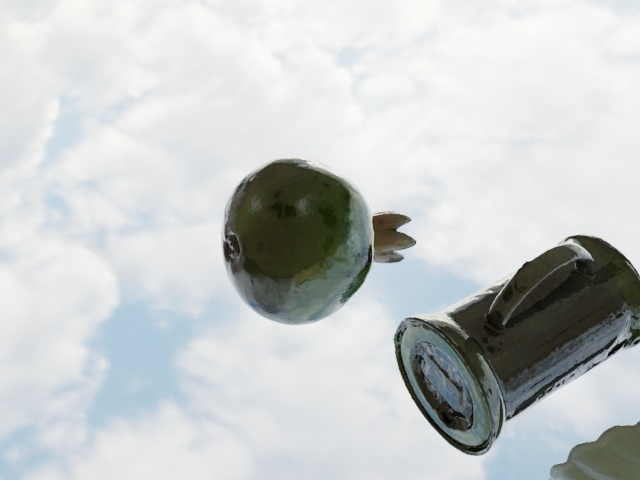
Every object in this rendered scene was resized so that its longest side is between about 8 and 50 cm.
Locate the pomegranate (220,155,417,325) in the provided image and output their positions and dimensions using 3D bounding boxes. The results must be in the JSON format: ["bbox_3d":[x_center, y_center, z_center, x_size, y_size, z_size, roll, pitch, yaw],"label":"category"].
[{"bbox_3d":[0.001,-0.002,0.886,0.225,0.187,0.187,0,-142,-31],"label":"pomegranate"}]

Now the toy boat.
[{"bbox_3d":[0.478,0.323,1.132,0.290,0.199,0.100,-27,-130,8],"label":"toy boat"}]

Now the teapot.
[{"bbox_3d":[0.292,0.107,1.071,0.337,0.270,0.200,-25,-129,-23],"label":"teapot"}]
